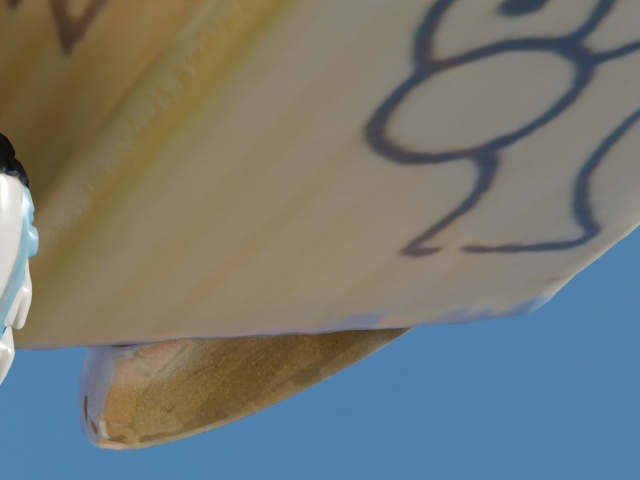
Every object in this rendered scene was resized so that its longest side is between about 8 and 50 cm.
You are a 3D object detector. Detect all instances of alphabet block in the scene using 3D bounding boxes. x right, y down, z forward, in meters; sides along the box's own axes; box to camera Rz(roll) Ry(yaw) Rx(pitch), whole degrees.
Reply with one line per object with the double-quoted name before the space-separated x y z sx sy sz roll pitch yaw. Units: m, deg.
"alphabet block" 0.009 -0.101 0.497 0.197 0.192 0.193 -44 -123 47

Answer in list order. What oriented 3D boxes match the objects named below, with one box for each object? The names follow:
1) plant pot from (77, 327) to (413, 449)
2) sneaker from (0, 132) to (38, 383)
"plant pot" 0.000 0.000 0.763 0.236 0.236 0.032 -26 -76 23
"sneaker" -0.143 0.036 0.406 0.190 0.083 0.071 -39 -121 10
